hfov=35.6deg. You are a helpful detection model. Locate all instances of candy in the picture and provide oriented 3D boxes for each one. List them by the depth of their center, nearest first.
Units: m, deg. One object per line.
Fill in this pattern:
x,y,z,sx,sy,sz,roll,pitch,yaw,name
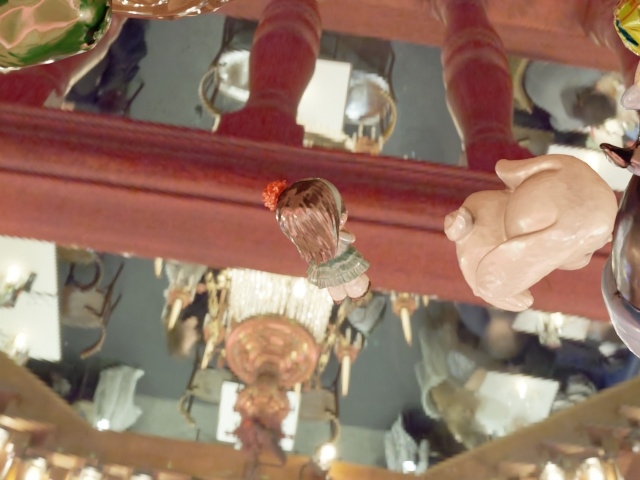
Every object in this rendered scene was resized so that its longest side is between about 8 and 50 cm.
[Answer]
0.300,-0.127,0.719,0.194,0.062,0.058,34,109,11,candy

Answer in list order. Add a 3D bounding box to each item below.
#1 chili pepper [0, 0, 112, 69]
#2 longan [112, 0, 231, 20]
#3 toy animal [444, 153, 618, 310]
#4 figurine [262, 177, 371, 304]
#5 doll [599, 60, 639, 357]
-0.187,-0.225,0.502,0.233,0.248,0.256,-43,72,20,chili pepper
-0.147,-0.399,0.942,0.391,0.391,0.391,2,123,3,longan
0.357,-0.027,1.635,0.206,0.271,0.265,31,151,-27,toy animal
0.000,0.000,0.736,0.060,0.047,0.106,3,131,40,figurine
0.262,-0.011,0.625,0.177,0.141,0.314,-19,133,5,doll
